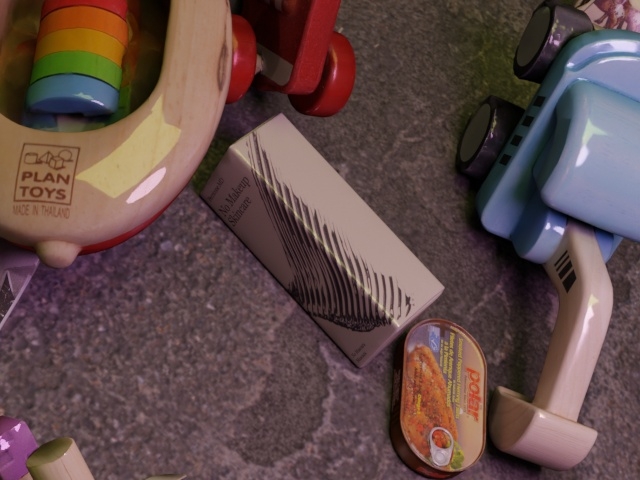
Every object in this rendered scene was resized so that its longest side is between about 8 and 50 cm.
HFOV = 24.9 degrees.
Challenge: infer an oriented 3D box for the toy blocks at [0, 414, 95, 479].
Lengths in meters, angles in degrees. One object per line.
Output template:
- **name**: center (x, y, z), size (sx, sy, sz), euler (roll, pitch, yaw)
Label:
- **toy blocks**: center (-0.305, 0.318, 1.212), size (0.288, 0.309, 0.260), euler (-35, 113, -27)

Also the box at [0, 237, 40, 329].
- **box**: center (-0.413, 0.030, 1.412), size (0.231, 0.056, 0.183), euler (31, 51, -7)

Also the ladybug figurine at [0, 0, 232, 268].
- **ladybug figurine**: center (-0.242, -0.159, 1.496), size (0.305, 0.162, 0.449), euler (5, 59, 3)

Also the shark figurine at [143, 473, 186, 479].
- **shark figurine**: center (-0.114, 0.293, 1.353), size (0.166, 0.278, 0.116), euler (-7, 101, -62)

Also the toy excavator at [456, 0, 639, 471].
- **toy excavator**: center (0.298, -0.014, 1.686), size (0.222, 0.433, 0.445), euler (22, 24, -14)

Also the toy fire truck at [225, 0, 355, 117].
- **toy fire truck**: center (-0.064, -0.292, 1.642), size (0.169, 0.254, 0.302), euler (5, 22, -33)

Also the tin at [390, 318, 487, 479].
- **tin**: center (0.133, 0.177, 1.618), size (0.106, 0.040, 0.189), euler (16, 54, -13)

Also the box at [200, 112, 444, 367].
- **box**: center (0.000, 0.000, 1.616), size (0.275, 0.113, 0.094), euler (46, 51, 8)

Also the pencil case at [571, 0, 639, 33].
- **pencil case**: center (0.539, -0.239, 2.024), size (0.410, 0.160, 0.183), euler (40, 65, 1)
